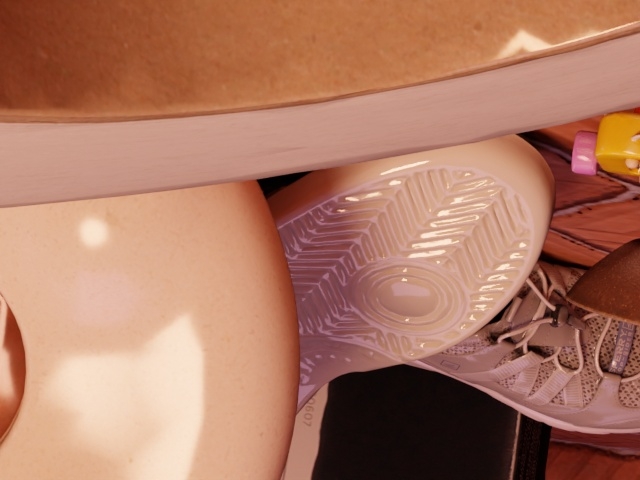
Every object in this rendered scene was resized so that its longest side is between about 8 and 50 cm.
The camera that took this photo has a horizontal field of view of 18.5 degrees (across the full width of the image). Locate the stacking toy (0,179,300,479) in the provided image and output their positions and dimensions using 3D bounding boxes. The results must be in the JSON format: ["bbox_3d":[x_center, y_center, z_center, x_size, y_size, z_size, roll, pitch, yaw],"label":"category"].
[{"bbox_3d":[-0.191,0.026,1.043,0.351,0.350,0.480,10,-173,-4],"label":"stacking toy"}]

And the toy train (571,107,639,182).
[{"bbox_3d":[0.177,-0.043,0.816,0.125,0.046,0.166,11,174,-13],"label":"toy train"}]

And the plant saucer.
[{"bbox_3d":[0.218,0.027,0.939,0.199,0.036,0.198,9,-176,-1],"label":"plant saucer"}]

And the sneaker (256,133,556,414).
[{"bbox_3d":[0.000,0.000,1.074,0.131,0.148,0.350,34,138,-20],"label":"sneaker"}]

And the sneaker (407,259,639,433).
[{"bbox_3d":[0.136,0.062,1.280,0.281,0.105,0.115,10,171,0],"label":"sneaker"}]

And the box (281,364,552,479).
[{"bbox_3d":[-0.057,0.193,1.681,0.480,0.297,0.472,8,169,10],"label":"box"}]

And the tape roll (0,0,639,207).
[{"bbox_3d":[0.003,-0.079,0.321,0.392,0.072,0.392,-10,171,-2],"label":"tape roll"}]
